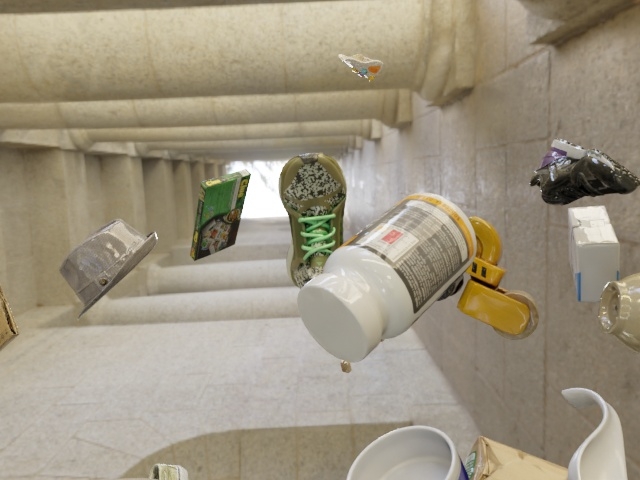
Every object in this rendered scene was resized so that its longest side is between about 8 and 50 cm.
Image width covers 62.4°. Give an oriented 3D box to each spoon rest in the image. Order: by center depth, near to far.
[{"bbox_3d":[0.477,0.367,0.913,0.084,0.137,0.276,-41,15,35],"label":"spoon rest"}]

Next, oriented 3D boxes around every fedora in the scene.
[{"bbox_3d":[-0.522,0.047,1.259,0.124,0.275,0.243,47,-160,-16],"label":"fedora"}]

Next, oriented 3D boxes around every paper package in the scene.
[{"bbox_3d":[0.532,0.760,1.510,0.168,0.310,0.324,-61,-14,-50],"label":"paper package"}]

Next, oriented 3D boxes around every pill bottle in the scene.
[{"bbox_3d":[0.105,0.051,0.814,0.279,0.162,0.162,-35,-41,-35],"label":"pill bottle"}]

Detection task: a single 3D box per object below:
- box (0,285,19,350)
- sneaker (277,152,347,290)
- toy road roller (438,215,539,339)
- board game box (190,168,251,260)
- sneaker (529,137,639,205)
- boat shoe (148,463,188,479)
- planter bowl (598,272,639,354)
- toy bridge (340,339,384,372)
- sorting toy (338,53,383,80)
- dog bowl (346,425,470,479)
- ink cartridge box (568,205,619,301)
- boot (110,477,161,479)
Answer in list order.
[{"bbox_3d":[-0.790,0.194,1.238,0.164,0.201,0.021,60,-154,13],"label":"box"},{"bbox_3d":[0.000,0.000,1.166,0.182,0.158,0.410,-106,9,-48],"label":"sneaker"},{"bbox_3d":[0.429,0.082,1.366,0.240,0.330,0.203,-66,-21,9],"label":"toy road roller"},{"bbox_3d":[-0.261,-0.063,1.367,0.030,0.136,0.259,47,137,26],"label":"board game box"},{"bbox_3d":[0.505,-0.109,1.032,0.124,0.107,0.283,-56,8,15],"label":"sneaker"},{"bbox_3d":[-0.395,0.705,1.307,0.094,0.109,0.302,33,-151,-33],"label":"boat shoe"},{"bbox_3d":[0.566,0.127,0.938,0.162,0.109,0.161,8,-90,-82],"label":"planter bowl"},{"bbox_3d":[0.120,0.297,1.500,0.188,0.026,0.063,-32,-62,-42],"label":"toy bridge"},{"bbox_3d":[0.077,-0.375,1.119,0.083,0.075,0.044,48,119,54],"label":"sorting toy"},{"bbox_3d":[0.198,0.548,1.192,0.104,0.265,0.265,63,-175,-14],"label":"dog bowl"},{"bbox_3d":[0.588,0.025,1.144,0.190,0.082,0.139,-58,-40,-59],"label":"ink cartridge box"},{"bbox_3d":[-0.224,0.421,0.635,0.284,0.378,0.138,24,-100,-71],"label":"boot"}]
